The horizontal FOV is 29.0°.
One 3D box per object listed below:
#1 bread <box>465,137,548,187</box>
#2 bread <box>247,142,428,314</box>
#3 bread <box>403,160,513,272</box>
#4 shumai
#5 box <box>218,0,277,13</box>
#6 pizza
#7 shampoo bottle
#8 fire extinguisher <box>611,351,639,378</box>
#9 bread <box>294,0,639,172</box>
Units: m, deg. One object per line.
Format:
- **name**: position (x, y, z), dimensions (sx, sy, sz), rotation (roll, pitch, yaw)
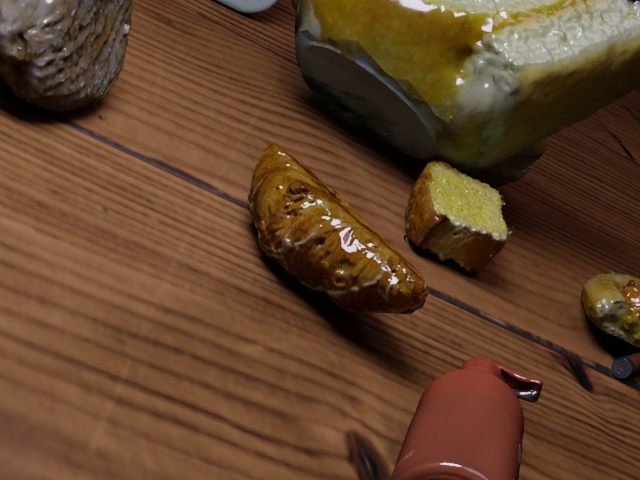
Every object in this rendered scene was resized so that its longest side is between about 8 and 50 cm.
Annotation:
- **bread**: position (0.219, -0.116, 1.583), dimensions (0.103, 0.156, 0.110), rotation (8, 65, -40)
- **bread**: position (0.000, 0.000, 1.031), dimensions (0.105, 0.076, 0.233), rotation (28, 11, -49)
- **bread**: position (0.142, -0.025, 1.308), dimensions (0.103, 0.065, 0.187), rotation (28, 18, -9)
- **shumai**: position (-0.250, -0.204, 1.056), dimensions (0.153, 0.161, 0.209), rotation (14, 42, 9)
- **box**: position (-0.184, -0.446, 1.624), dimensions (0.311, 0.175, 0.182), rotation (22, 15, -26)
- **pizza**: position (0.390, 0.093, 1.378), dimensions (0.197, 0.058, 0.292), rotation (37, 15, 33)
- **shampoo bottle**: position (0.103, 0.140, 0.866), dimensions (0.085, 0.085, 0.244), rotation (35, 22, 3)
- **fire extinguisher**: position (0.331, 0.130, 1.295), dimensions (0.028, 0.022, 0.083), rotation (3, 2, 33)
- **bread**: position (0.152, -0.218, 1.410), dimensions (0.395, 0.239, 0.264), rotation (31, 59, 17)
